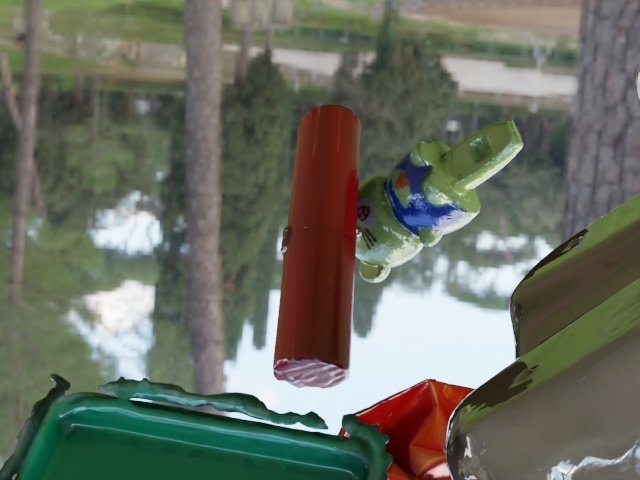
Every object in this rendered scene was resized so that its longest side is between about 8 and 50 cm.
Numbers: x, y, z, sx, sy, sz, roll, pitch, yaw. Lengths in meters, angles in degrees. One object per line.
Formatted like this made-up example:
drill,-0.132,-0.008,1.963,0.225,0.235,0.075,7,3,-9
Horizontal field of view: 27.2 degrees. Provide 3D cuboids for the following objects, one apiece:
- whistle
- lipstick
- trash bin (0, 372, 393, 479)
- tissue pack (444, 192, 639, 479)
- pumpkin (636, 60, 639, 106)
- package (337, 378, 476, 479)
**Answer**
whistle,0.102,-0.045,1.295,0.227,0.105,0.085,-35,149,31
lipstick,0.000,0.001,1.252,0.073,0.279,0.073,3,150,2
trash bin,-0.083,0.268,0.754,0.295,0.381,0.259,8,-134,11
tissue pack,0.237,0.106,0.643,0.267,0.277,0.387,-37,-178,19
pumpkin,0.337,-0.146,1.091,0.217,0.217,0.110,11,-167,42
package,0.192,0.224,1.122,0.423,0.123,0.196,14,155,-5
